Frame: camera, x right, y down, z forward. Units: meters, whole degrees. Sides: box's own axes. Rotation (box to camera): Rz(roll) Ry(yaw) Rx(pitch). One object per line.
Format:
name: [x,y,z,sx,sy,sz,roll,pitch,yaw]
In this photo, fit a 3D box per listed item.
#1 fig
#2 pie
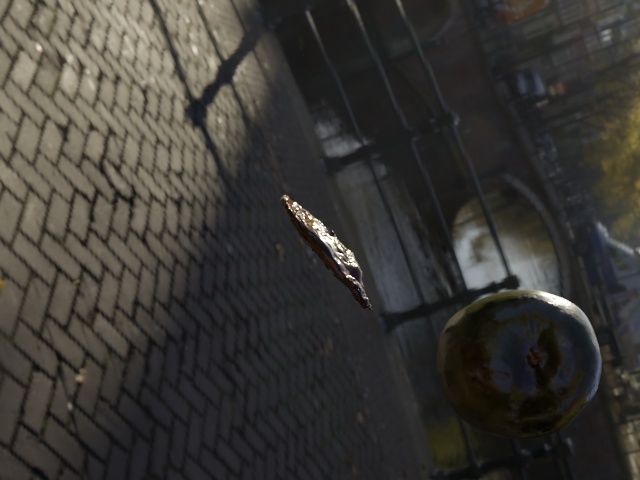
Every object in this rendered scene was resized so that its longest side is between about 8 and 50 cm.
fig: [0.170,0.120,0.772,0.126,0.133,0.185,59,-6,32]
pie: [-0.002,-0.002,0.940,0.088,0.033,0.191,45,2,-39]
